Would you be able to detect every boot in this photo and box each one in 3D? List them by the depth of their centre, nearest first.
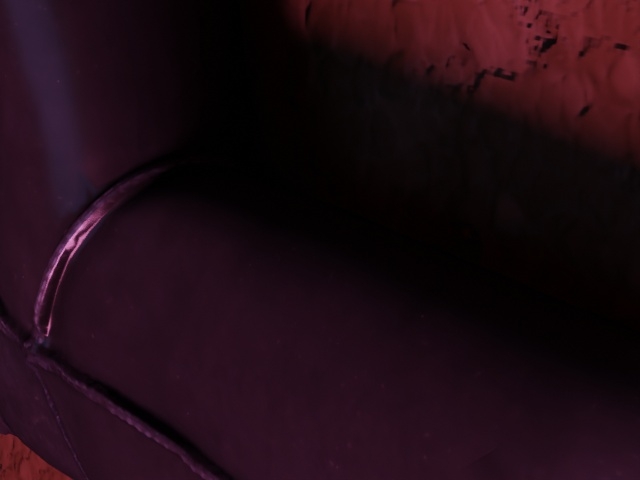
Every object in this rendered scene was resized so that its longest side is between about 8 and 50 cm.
[{"bbox_3d":[0.000,0.002,0.700,0.445,0.146,0.367,34,131,50],"label":"boot"}]
